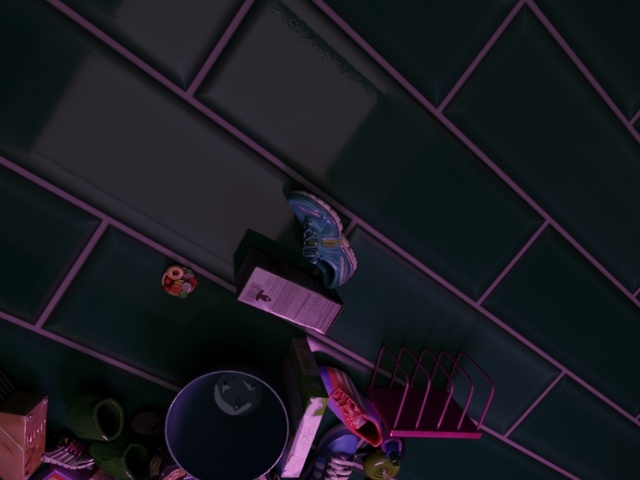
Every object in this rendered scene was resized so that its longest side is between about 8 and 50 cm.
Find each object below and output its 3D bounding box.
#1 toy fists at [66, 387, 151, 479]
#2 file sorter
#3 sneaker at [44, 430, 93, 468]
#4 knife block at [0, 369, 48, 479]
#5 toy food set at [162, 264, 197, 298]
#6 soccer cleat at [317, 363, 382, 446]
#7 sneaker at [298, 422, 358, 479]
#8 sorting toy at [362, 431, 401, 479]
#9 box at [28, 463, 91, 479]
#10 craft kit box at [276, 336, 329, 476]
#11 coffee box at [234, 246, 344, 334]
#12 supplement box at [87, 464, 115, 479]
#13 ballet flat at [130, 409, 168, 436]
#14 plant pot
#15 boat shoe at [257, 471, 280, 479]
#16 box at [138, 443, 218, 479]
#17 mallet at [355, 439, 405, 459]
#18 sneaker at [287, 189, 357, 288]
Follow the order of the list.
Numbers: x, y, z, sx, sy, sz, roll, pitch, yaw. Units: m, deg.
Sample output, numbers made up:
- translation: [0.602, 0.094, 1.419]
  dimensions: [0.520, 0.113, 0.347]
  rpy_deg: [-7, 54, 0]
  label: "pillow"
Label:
- translation: [-0.547, 0.501, 1.078]
  dimensions: [0.142, 0.096, 0.280]
  rpy_deg: [-8, 114, 25]
  label: "toy fists"
- translation: [0.318, 0.431, 1.228]
  dimensions: [0.290, 0.202, 0.183]
  rpy_deg: [9, 104, -17]
  label: "file sorter"
- translation: [-0.667, 0.546, 1.103]
  dimensions: [0.170, 0.063, 0.075]
  rpy_deg: [18, 111, -14]
  label: "sneaker"
- translation: [-0.797, 0.433, 0.998]
  dimensions: [0.241, 0.088, 0.276]
  rpy_deg: [9, 102, -3]
  label: "knife block"
- translation: [-0.350, 0.102, 1.039]
  dimensions: [0.082, 0.020, 0.083]
  rpy_deg: [26, 101, -21]
  label: "toy food set"
- translation: [0.080, 0.483, 1.231]
  dimensions: [0.108, 0.116, 0.318]
  rpy_deg: [-39, 114, 3]
  label: "soccer cleat"
- translation: [0.042, 0.747, 1.254]
  dimensions: [0.130, 0.236, 0.323]
  rpy_deg: [27, 102, -21]
  label: "sneaker"
- translation: [0.202, 0.787, 1.344]
  dimensions: [0.126, 0.126, 0.366]
  rpy_deg: [6, 117, -7]
  label: "sorting toy"
- translation: [-0.693, 0.752, 1.176]
  dimensions: [0.200, 0.057, 0.293]
  rpy_deg: [-39, 114, 2]
  label: "box"
- translation: [-0.068, 0.427, 1.104]
  dimensions: [0.060, 0.250, 0.247]
  rpy_deg: [10, 108, -18]
  label: "craft kit box"
- translation: [-0.081, 0.125, 1.049]
  dimensions: [0.246, 0.141, 0.098]
  rpy_deg: [26, 102, -22]
  label: "coffee box"
- translation: [-0.593, 0.636, 1.165]
  dimensions: [0.083, 0.043, 0.055]
  rpy_deg: [-44, 112, 5]
  label: "supplement box"
- translation: [-0.397, 0.519, 1.165]
  dimensions: [0.249, 0.084, 0.058]
  rpy_deg: [16, 149, -22]
  label: "ballet flat"
- translation: [-0.225, 0.435, 1.082]
  dimensions: [0.289, 0.195, 0.291]
  rpy_deg: [0, 97, -3]
  label: "plant pot"
- translation: [-0.166, 0.759, 1.309]
  dimensions: [0.079, 0.084, 0.233]
  rpy_deg: [-28, 111, -40]
  label: "boat shoe"
- translation: [-0.363, 0.667, 1.145]
  dimensions: [0.295, 0.073, 0.294]
  rpy_deg: [17, 109, -49]
  label: "box"
- translation: [0.191, 0.692, 1.383]
  dimensions: [0.189, 0.039, 0.063]
  rpy_deg: [5, 110, -11]
  label: "mallet"
- translation: [0.000, 0.000, 1.021]
  dimensions: [0.110, 0.107, 0.275]
  rpy_deg: [-45, 117, -29]
  label: "sneaker"
